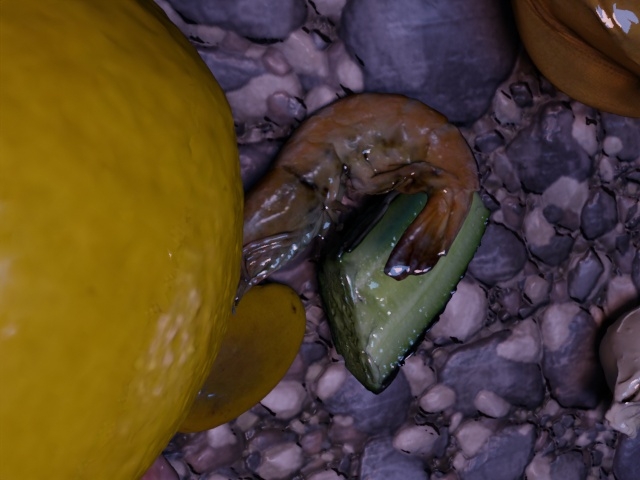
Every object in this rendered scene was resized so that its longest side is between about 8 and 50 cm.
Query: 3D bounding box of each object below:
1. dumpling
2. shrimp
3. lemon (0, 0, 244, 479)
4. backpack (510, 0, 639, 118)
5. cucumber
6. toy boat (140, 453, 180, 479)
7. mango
[{"bbox_3d":[0.343,0.126,0.781,0.188,0.108,0.127,-45,139,-21],"label":"dumpling"},{"bbox_3d":[0.000,0.000,0.581,0.296,0.169,0.058,-49,149,-17],"label":"shrimp"},{"bbox_3d":[-0.199,-0.016,0.417,0.364,0.364,0.364,-5,104,-19],"label":"lemon"},{"bbox_3d":[0.316,-0.282,0.622,0.353,0.201,0.378,6,97,-17],"label":"backpack"},{"bbox_3d":[0.061,0.017,0.662,0.193,0.086,0.115,-49,114,-11],"label":"cucumber"},{"bbox_3d":[-0.198,0.278,0.637,0.206,0.096,0.282,-17,120,-9],"label":"toy boat"},{"bbox_3d":[-0.080,0.091,0.631,0.161,0.076,0.103,-30,103,-20],"label":"mango"}]
